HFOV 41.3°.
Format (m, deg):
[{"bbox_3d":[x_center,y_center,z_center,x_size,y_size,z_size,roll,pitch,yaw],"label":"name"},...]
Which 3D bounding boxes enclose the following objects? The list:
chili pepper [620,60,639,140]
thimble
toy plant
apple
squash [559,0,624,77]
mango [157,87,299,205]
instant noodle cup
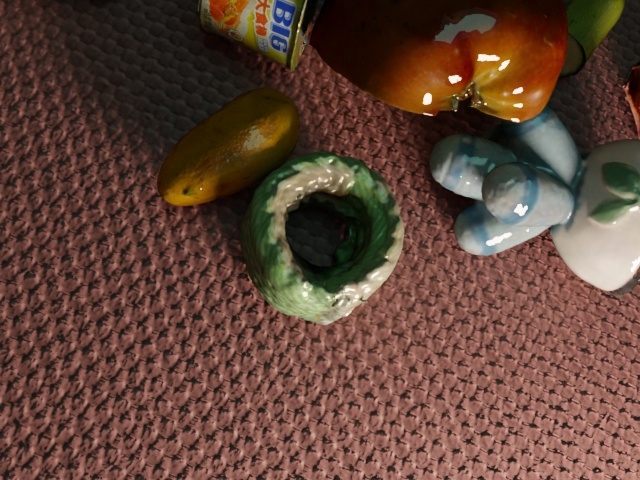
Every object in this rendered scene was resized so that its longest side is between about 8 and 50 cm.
[{"bbox_3d":[0.626,-0.228,1.399,0.253,0.136,0.144,-9,50,-24],"label":"chili pepper"},{"bbox_3d":[0.000,0.000,1.146,0.219,0.150,0.219,4,72,-13],"label":"thimble"},{"bbox_3d":[0.317,-0.077,1.226,0.332,0.247,0.247,19,70,-1],"label":"toy plant"},{"bbox_3d":[0.173,-0.289,1.195,0.329,0.365,0.295,-34,122,11],"label":"apple"},{"bbox_3d":[0.435,-0.359,1.397,0.095,0.095,0.188,43,64,1],"label":"squash"},{"bbox_3d":[-0.124,-0.125,1.157,0.227,0.147,0.109,-40,130,-19],"label":"mango"},{"bbox_3d":[-0.082,-0.356,1.217,0.153,0.205,0.205,15,71,1],"label":"instant noodle cup"}]
